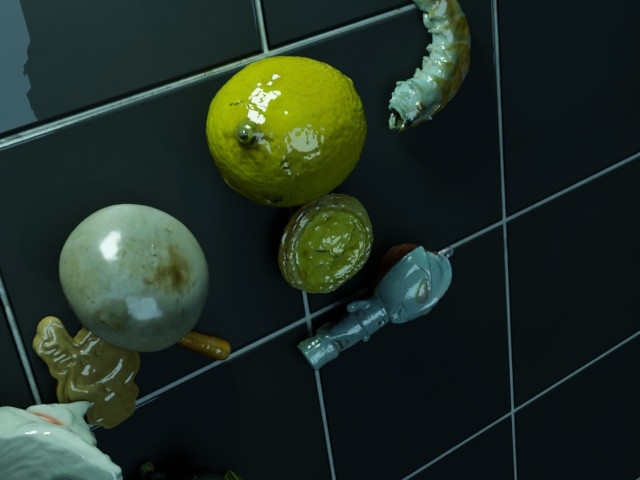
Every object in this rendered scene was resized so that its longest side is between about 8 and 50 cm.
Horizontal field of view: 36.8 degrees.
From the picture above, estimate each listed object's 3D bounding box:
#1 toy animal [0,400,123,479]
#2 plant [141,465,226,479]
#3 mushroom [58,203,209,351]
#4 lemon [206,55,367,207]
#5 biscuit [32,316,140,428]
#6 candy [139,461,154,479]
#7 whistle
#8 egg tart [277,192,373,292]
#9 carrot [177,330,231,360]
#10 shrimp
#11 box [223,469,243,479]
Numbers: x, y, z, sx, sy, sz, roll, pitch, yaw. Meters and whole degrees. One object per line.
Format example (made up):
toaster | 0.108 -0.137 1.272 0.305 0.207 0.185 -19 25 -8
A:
toy animal | -0.480 0.339 1.417 0.266 0.188 0.308 34 106 -23
plant | -0.259 0.484 1.615 0.256 0.164 0.142 -31 139 1
mushroom | -0.273 0.058 1.418 0.226 0.226 0.178 -5 150 -36
lemon | -0.045 -0.169 1.467 0.253 0.228 0.228 -22 121 -30
biscuit | -0.356 0.199 1.511 0.144 0.040 0.236 -29 122 -18
candy | -0.310 0.415 1.646 0.025 0.023 0.083 17 108 -49
whistle | 0.110 0.115 1.779 0.346 0.133 0.142 -35 167 -9
egg tart | 0.000 0.000 1.669 0.191 0.074 0.191 -15 117 -31
carrot | -0.224 0.159 1.591 0.190 0.037 0.037 27 91 -40
shrimp | 0.192 -0.341 1.677 0.185 0.068 0.287 -17 117 -33
box | -0.205 0.555 1.687 0.041 0.153 0.279 38 85 -27
